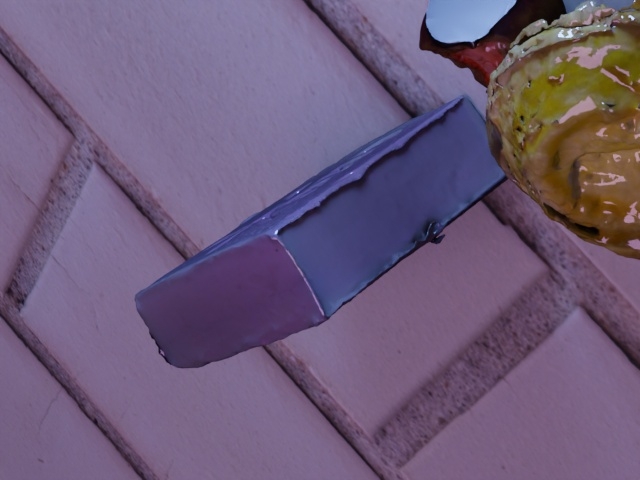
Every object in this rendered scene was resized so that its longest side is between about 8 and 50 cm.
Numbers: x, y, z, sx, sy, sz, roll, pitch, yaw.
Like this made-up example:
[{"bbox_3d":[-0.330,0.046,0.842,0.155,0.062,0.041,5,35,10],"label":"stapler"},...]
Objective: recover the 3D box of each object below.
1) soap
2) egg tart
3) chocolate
[{"bbox_3d":[0.000,0.000,1.566,0.285,0.296,0.107,-26,97,52],"label":"soap"},{"bbox_3d":[0.261,-0.076,1.319,0.278,0.095,0.279,12,142,9],"label":"egg tart"},{"bbox_3d":[0.158,-0.173,1.394,0.124,0.127,0.133,59,-178,34],"label":"chocolate"}]
